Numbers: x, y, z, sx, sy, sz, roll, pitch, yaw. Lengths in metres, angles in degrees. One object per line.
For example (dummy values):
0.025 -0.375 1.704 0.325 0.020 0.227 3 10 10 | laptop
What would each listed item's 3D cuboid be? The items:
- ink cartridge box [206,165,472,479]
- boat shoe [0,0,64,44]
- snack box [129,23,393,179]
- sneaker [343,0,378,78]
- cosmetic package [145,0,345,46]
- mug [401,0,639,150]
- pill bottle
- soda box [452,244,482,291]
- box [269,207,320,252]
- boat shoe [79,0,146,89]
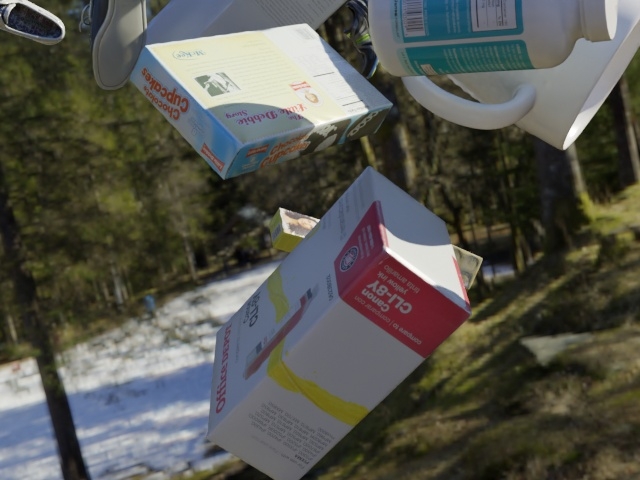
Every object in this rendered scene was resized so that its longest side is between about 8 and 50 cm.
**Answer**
0.013 0.122 1.359 0.384 0.160 0.279 -48 20 20 | ink cartridge box
-0.471 -0.341 1.408 0.184 0.066 0.063 26 0 -26 | boat shoe
-0.066 -0.192 1.233 0.322 0.187 0.060 -23 -27 -49 | snack box
0.093 -0.466 2.176 0.078 0.188 0.067 -8 3 -9 | sneaker
-0.149 -0.394 1.678 0.385 0.156 0.217 -42 36 6 | cosmetic package
0.274 -0.305 1.407 0.374 0.328 0.276 -48 -17 -29 | mug
0.199 -0.267 1.083 0.264 0.146 0.146 2 11 25 | pill bottle
0.172 0.025 1.563 0.181 0.061 0.058 24 -14 7 | soda box
0.000 0.000 2.166 0.232 0.087 0.058 16 -51 -27 | box
-0.346 -0.379 1.563 0.095 0.254 0.079 -14 36 -37 | boat shoe
